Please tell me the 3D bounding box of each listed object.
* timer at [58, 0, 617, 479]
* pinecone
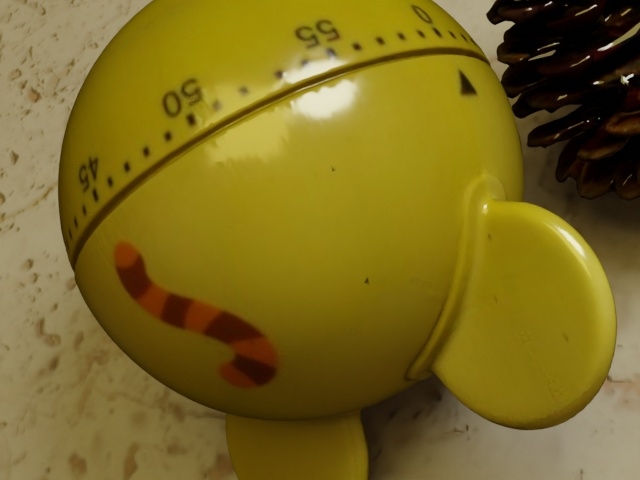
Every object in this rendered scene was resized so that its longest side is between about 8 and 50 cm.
[{"bbox_3d":[0.000,0.000,0.769,0.376,0.376,0.387,-30,77,5],"label":"timer"},{"bbox_3d":[0.234,-0.167,0.770,0.246,0.292,0.246,-35,19,14],"label":"pinecone"}]
